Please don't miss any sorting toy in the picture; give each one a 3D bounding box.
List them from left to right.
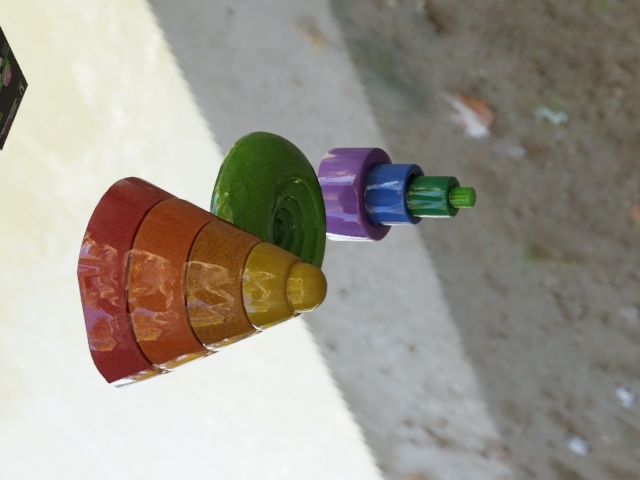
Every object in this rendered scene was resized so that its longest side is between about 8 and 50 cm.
[{"bbox_3d":[0.000,0.000,1.142,0.126,0.365,0.127,1,102,27],"label":"sorting toy"}]

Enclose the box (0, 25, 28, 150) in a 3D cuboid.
[{"bbox_3d":[-0.220,-0.100,1.118,0.062,0.052,0.083,11,154,14],"label":"box"}]
